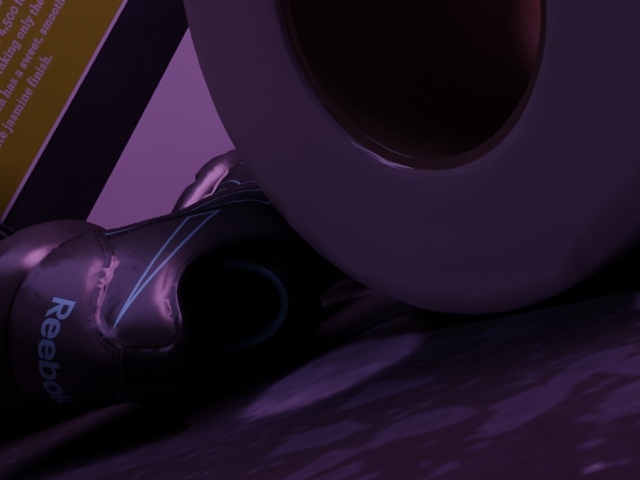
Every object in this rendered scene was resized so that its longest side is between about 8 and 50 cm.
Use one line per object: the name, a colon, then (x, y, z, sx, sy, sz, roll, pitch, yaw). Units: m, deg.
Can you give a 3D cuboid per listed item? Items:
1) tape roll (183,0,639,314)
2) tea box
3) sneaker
tape roll: (0.084, -0.111, 0.553, 0.169, 0.246, 0.246, -22, 4, -40)
tea box: (-0.234, -0.084, 0.805, 0.329, 0.323, 0.220, -20, 39, 54)
sneaker: (-0.036, 0.022, 0.637, 0.106, 0.101, 0.267, 5, 18, 31)
